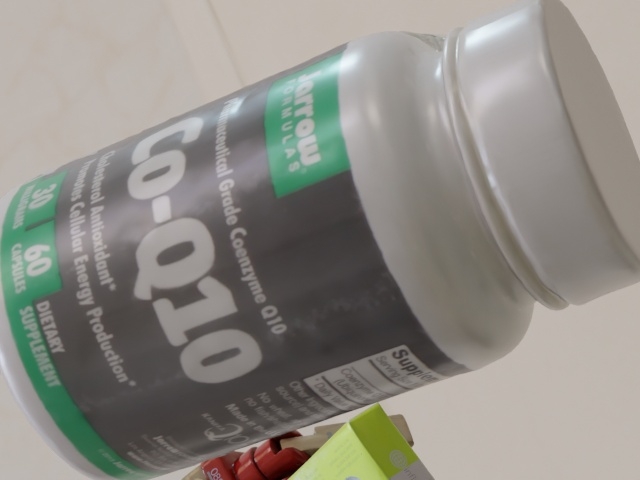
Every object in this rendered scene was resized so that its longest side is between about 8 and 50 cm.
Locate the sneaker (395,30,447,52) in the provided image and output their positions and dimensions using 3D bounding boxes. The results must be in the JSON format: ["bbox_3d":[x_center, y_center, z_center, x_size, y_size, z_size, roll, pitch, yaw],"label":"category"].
[{"bbox_3d":[0.158,-0.181,1.917,0.086,0.237,0.085,36,-108,-50],"label":"sneaker"}]

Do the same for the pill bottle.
[{"bbox_3d":[0.000,0.000,1.035,0.361,0.204,0.204,-22,-36,20],"label":"pill bottle"}]

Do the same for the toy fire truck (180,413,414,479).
[{"bbox_3d":[-0.011,0.297,1.912,0.246,0.217,0.158,-41,-30,20],"label":"toy fire truck"}]

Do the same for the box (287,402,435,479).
[{"bbox_3d":[0.060,0.221,1.300,0.042,0.178,0.109,-26,-16,-41],"label":"box"}]
